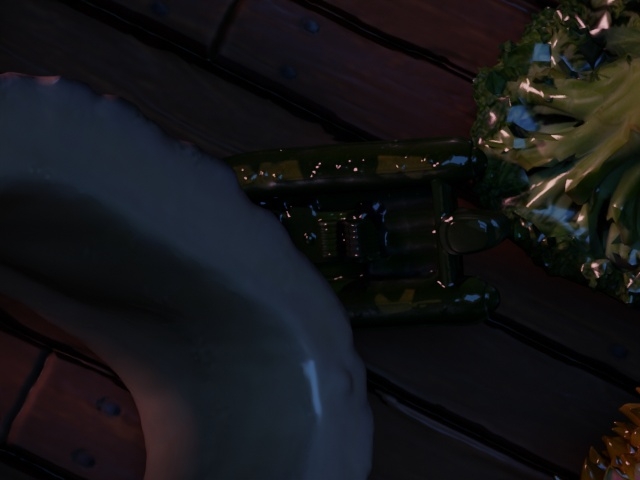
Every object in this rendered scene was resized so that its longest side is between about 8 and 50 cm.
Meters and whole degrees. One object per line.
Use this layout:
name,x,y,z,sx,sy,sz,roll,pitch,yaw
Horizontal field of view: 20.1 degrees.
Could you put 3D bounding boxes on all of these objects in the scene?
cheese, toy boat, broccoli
cheese,-0.136,0.094,0.845,0.332,0.153,0.292,24,62,-35
toy boat,0.000,0.000,0.981,0.210,0.052,0.104,-3,101,15
broccoli,0.225,-0.086,0.953,0.307,0.275,0.308,-3,79,18

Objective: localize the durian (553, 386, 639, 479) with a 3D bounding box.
durian,0.227,0.195,0.968,0.186,0.154,0.260,-43,94,10
